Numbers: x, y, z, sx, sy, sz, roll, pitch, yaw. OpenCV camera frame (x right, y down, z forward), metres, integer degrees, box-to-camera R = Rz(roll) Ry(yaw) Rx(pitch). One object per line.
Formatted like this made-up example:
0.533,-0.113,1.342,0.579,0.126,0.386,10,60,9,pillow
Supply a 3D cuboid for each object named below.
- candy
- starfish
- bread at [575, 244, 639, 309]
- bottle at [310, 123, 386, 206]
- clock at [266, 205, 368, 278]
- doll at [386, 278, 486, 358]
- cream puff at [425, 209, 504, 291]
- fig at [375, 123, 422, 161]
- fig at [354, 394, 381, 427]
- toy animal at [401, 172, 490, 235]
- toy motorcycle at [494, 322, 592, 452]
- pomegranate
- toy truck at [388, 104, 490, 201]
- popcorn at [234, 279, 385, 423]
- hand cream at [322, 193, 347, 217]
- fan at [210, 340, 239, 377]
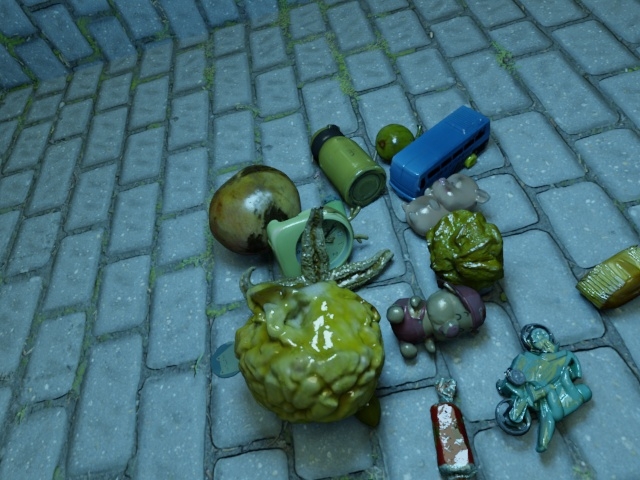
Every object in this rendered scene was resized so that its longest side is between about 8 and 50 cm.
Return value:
0.314,0.473,1.051,0.085,0.059,0.293,-9,52,10,candy
-0.011,0.079,1.309,0.432,0.324,0.082,-39,22,-4,starfish
0.789,0.102,1.152,0.190,0.132,0.114,-32,55,-7,bread
0.082,-0.288,1.603,0.171,0.172,0.351,-29,50,-7,bottle
0.000,0.000,1.381,0.307,0.235,0.096,-23,31,-11,clock
0.312,0.203,1.172,0.255,0.196,0.152,-17,51,10,doll
0.404,0.036,1.236,0.195,0.244,0.244,-8,53,8,cream puff
0.290,-0.363,1.637,0.142,0.186,0.148,-15,79,39,fig
0.121,0.435,1.124,0.073,0.074,0.088,-31,76,-9,fig
0.392,-0.112,1.399,0.250,0.154,0.167,-33,41,12,toy animal
0.540,0.356,1.061,0.198,0.109,0.297,30,64,20,toy motorcycle
-0.218,-0.100,1.470,0.321,0.322,0.323,-7,53,10,pomegranate
0.410,-0.300,1.526,0.384,0.162,0.161,-37,56,-13,toy truck
-0.026,0.282,1.120,0.390,0.343,0.354,49,121,30,popcorn
0.053,-0.087,1.540,0.095,0.046,0.175,-14,59,3,hand cream
-0.250,0.346,1.324,0.175,0.005,0.113,-24,52,-1,fan
